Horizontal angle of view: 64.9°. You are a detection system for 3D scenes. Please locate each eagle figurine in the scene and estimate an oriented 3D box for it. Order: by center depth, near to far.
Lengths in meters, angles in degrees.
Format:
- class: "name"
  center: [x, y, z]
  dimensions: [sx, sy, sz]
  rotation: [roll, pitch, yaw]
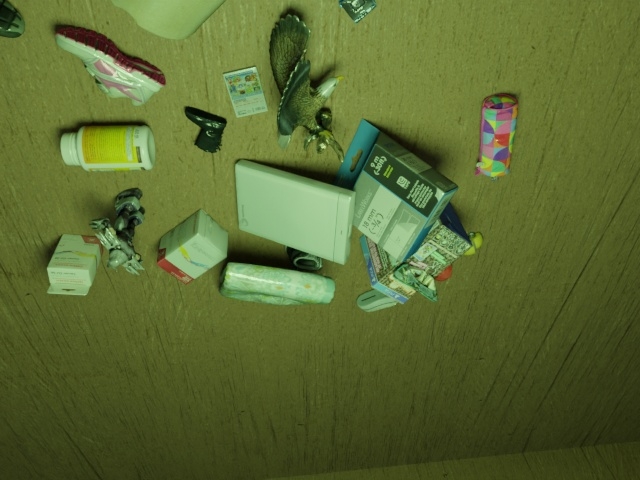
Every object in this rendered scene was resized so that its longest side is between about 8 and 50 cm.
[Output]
- class: "eagle figurine"
  center: [-0.046, -0.358, 1.230]
  dimensions: [0.225, 0.226, 0.298]
  rotation: [-58, 141, -8]

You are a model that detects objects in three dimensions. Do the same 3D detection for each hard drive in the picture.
- class: "hard drive"
  center: [-0.078, -0.081, 1.437]
  dimensions: [0.352, 0.047, 0.233]
  rotation: [19, 130, 19]

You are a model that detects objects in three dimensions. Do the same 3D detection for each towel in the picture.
- class: "towel"
  center: [-0.153, 0.148, 1.582]
  dimensions: [0.320, 0.090, 0.374]
  rotation: [8, 167, -14]

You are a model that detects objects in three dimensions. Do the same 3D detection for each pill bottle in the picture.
- class: "pill bottle"
  center: [-0.550, -0.240, 1.312]
  dimensions: [0.214, 0.117, 0.117]
  rotation: [-2, 130, -6]

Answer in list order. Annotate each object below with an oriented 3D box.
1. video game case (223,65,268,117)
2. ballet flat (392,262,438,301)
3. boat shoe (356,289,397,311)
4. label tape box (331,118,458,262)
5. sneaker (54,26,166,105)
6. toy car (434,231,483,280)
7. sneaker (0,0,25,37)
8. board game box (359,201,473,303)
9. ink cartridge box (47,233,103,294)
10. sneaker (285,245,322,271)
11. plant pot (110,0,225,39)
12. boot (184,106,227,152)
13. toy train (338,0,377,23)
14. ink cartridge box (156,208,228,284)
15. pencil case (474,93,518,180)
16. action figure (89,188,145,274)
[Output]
- class: "video game case"
  center: [-0.194, -0.385, 1.310]
  dimensions: [0.087, 0.011, 0.122]
  rotation: [-12, 130, 3]
- class: "ballet flat"
  center: [0.293, 0.120, 1.462]
  dimensions: [0.188, 0.070, 0.070]
  rotation: [29, 120, -33]
- class: "boat shoe"
  center: [0.244, 0.199, 1.820]
  dimensions: [0.226, 0.083, 0.076]
  rotation: [-19, 142, 23]
- class: "label tape box"
  center: [0.165, -0.138, 1.368]
  dimensions: [0.106, 0.333, 0.241]
  rotation: [-26, 149, -49]
- class: "sneaker"
  center: [-0.506, -0.402, 1.194]
  dimensions: [0.252, 0.103, 0.111]
  rotation: [28, 119, -26]
- class: "toy car"
  center: [0.414, 0.040, 1.717]
  dimensions: [0.224, 0.053, 0.239]
  rotation: [24, 122, -25]
- class: "sneaker"
  center: [-0.793, -0.497, 1.100]
  dimensions: [0.267, 0.101, 0.106]
  rotation: [14, 148, -19]
- class: "board game box"
  center: [0.283, 0.006, 1.555]
  dimensions: [0.141, 0.232, 0.291]
  rotation: [30, 120, -29]
- class: "ink cartridge box"
  center: [-0.728, 0.069, 1.490]
  dimensions: [0.115, 0.198, 0.067]
  rotation: [4, 129, -11]
- class: "sneaker"
  center: [0.000, 0.000, 1.562]
  dimensions: [0.268, 0.153, 0.101]
  rotation: [-40, 124, 23]
- class: "plant pot"
  center: [-0.264, -0.579, 0.973]
  dimensions: [0.333, 0.334, 0.305]
  rotation: [32, 131, -29]
- class: "boot"
  center: [-0.315, -0.293, 1.350]
  dimensions: [0.121, 0.045, 0.099]
  rotation: [16, 128, -21]
- class: "toy train"
  center: [0.050, -0.579, 1.121]
  dimensions: [0.080, 0.105, 0.184]
  rotation: [-35, 126, 20]
- class: "ink cartridge box"
  center: [-0.388, 0.020, 1.541]
  dimensions: [0.176, 0.128, 0.127]
  rotation: [-33, 126, 19]
- class: "pencil case"
  center: [0.499, -0.290, 1.429]
  dimensions: [0.104, 0.104, 0.236]
  rotation: [-8, 128, -1]
- class: "action figure"
  center: [-0.546, -0.016, 1.388]
  dimensions: [0.099, 0.285, 0.185]
  rotation: [-13, 129, 4]
